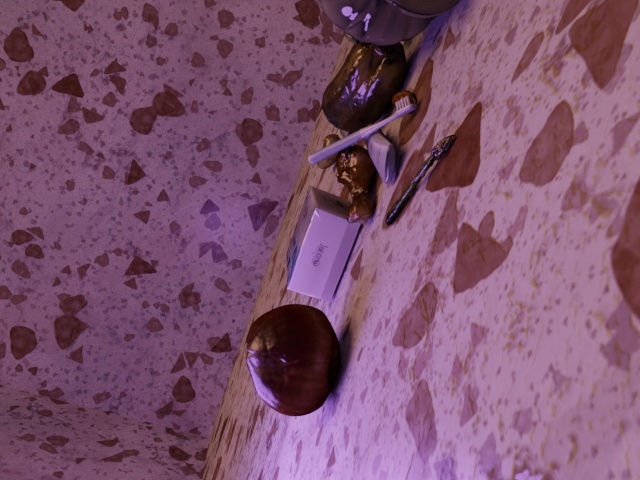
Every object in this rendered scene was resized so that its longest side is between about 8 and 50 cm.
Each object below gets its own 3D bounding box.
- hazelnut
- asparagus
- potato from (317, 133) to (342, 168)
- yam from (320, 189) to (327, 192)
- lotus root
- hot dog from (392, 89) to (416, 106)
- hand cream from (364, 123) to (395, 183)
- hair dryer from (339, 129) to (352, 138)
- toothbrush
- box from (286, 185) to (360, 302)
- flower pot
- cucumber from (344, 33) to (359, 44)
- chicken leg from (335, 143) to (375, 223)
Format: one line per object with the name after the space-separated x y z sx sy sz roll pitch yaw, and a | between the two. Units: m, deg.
-0.051 0.218 0.978 0.178 0.178 0.204 137 134 -72 | hazelnut
0.154 -0.093 0.858 0.022 0.023 0.233 56 149 17 | asparagus
0.033 -0.302 1.814 0.138 0.070 0.092 117 166 -50 | potato
-0.033 -0.005 1.722 0.045 0.045 0.327 2 73 48 | yam
0.105 -0.370 1.273 0.275 0.152 0.160 -43 26 54 | lotus root
0.173 -0.293 1.108 0.044 0.028 0.137 -61 11 19 | hot dog
0.126 -0.192 1.114 0.255 0.048 0.079 -92 0 -66 | hand cream
0.080 -0.277 1.607 0.106 0.054 0.154 -99 19 -62 | hair dryer
0.078 -0.229 1.147 0.342 0.025 0.030 -21 78 51 | toothbrush
-0.002 -0.001 1.295 0.274 0.116 0.203 -103 33 -73 | box
0.144 -0.528 0.989 0.244 0.307 0.307 42 115 62 | flower pot
0.146 -0.534 1.149 0.257 0.043 0.044 -51 -25 4 | cucumber
0.083 -0.125 1.178 0.251 0.087 0.107 -92 12 -47 | chicken leg
